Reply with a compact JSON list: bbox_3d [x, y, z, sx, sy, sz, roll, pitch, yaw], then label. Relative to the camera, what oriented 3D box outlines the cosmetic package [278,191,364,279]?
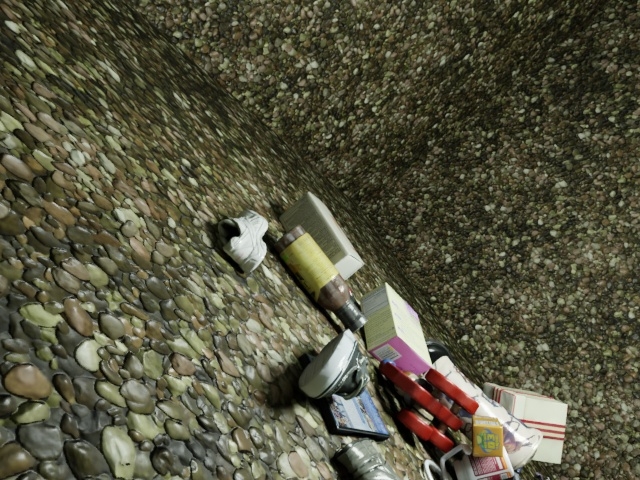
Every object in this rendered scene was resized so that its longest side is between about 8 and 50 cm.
[{"bbox_3d":[0.000,0.000,1.622,0.129,0.153,0.296,31,24,-55],"label":"cosmetic package"}]

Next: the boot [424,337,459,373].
[{"bbox_3d":[0.499,0.555,1.824,0.348,0.131,0.260,47,13,-18],"label":"boot"}]

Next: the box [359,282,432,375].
[{"bbox_3d":[0.249,0.307,1.606,0.213,0.117,0.243,44,25,-30],"label":"box"}]

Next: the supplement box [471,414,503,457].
[{"bbox_3d":[0.447,0.525,1.285,0.233,0.080,0.078,35,56,-67],"label":"supplement box"}]

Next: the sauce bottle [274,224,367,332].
[{"bbox_3d":[0.005,0.117,1.388,0.344,0.111,0.111,52,12,5],"label":"sauce bottle"}]

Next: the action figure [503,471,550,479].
[{"bbox_3d":[0.654,0.810,1.569,0.285,0.185,0.099,33,38,-38],"label":"action figure"}]

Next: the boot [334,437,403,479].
[{"bbox_3d":[0.131,0.457,0.928,0.161,0.083,0.246,52,9,36],"label":"boot"}]

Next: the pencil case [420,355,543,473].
[{"bbox_3d":[0.494,0.545,1.529,0.410,0.160,0.183,38,11,32],"label":"pencil case"}]

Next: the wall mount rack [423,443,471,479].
[{"bbox_3d":[0.409,0.675,1.153,0.350,0.130,0.304,48,12,-7],"label":"wall mount rack"}]

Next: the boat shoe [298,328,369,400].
[{"bbox_3d":[0.053,0.266,0.987,0.119,0.121,0.335,48,10,8],"label":"boat shoe"}]

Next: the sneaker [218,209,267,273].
[{"bbox_3d":[-0.194,-0.027,1.157,0.115,0.090,0.232,40,15,-27],"label":"sneaker"}]

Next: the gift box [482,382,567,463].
[{"bbox_3d":[0.747,0.707,1.806,0.258,0.277,0.255,13,-12,-8],"label":"gift box"}]

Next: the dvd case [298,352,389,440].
[{"bbox_3d":[0.058,0.359,1.078,0.253,0.022,0.180,36,20,-50],"label":"dvd case"}]

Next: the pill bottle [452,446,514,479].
[{"bbox_3d":[0.459,0.641,1.349,0.086,0.151,0.086,-19,90,-81],"label":"pill bottle"}]

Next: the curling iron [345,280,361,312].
[{"bbox_3d":[0.096,0.178,1.711,0.274,0.035,0.068,54,16,11],"label":"curling iron"}]

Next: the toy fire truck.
[{"bbox_3d":[0.284,0.448,1.378,0.302,0.169,0.254,42,-9,-36],"label":"toy fire truck"}]
